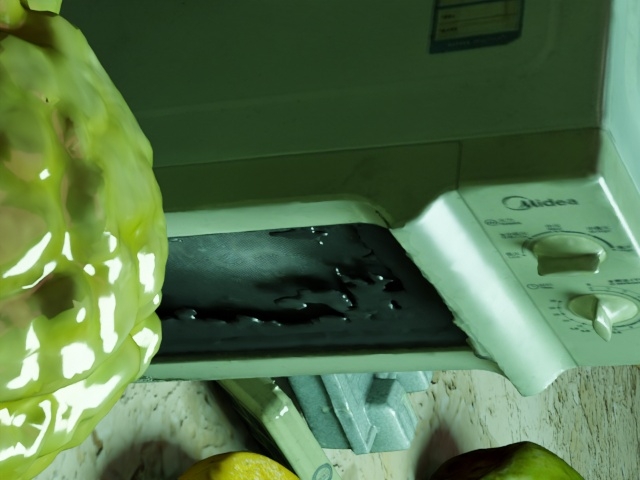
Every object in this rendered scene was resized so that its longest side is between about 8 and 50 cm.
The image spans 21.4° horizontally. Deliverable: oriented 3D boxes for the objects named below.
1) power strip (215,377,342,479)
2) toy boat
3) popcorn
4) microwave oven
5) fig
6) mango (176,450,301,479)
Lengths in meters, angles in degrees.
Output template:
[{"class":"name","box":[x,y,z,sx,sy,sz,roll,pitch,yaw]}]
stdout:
[{"class":"power strip","box":[-0.018,0.142,1.120,0.028,0.076,0.169,-40,132,-12]},{"class":"toy boat","box":[0.000,0.000,1.151,0.141,0.092,0.319,-67,143,-48]},{"class":"popcorn","box":[-0.169,-0.001,0.603,0.225,0.249,0.249,-23,108,-50]},{"class":"microwave oven","box":[0.013,-0.076,0.878,0.218,0.355,0.286,50,42,-52]},{"class":"fig","box":[0.167,0.243,1.406,0.144,0.166,0.154,-125,-125,-72]},{"class":"mango","box":[-0.041,0.204,1.030,0.141,0.102,0.217,65,15,16]}]
